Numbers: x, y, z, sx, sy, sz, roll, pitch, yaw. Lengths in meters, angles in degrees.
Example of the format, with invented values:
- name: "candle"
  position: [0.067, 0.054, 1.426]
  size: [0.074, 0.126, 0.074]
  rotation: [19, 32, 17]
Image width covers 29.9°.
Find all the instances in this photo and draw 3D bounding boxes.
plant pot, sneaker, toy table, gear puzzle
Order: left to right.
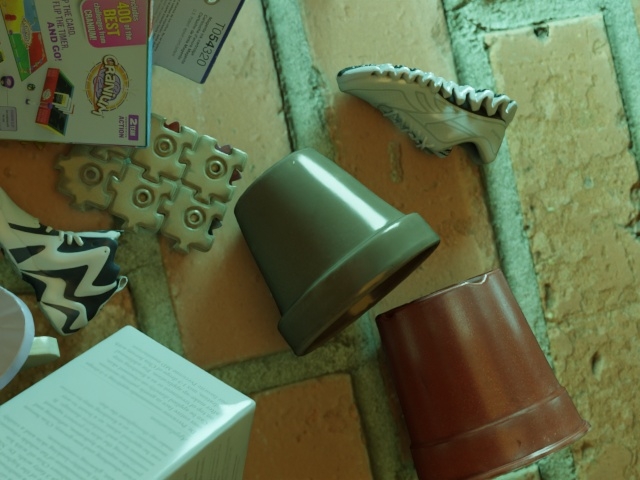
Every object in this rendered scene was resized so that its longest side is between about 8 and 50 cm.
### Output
- name: "toy table"
  position: [-0.474, 0.160, 1.527]
  size: [0.274, 0.161, 0.252]
  rotation: [-7, 71, 7]
- name: "sneaker"
  position: [-0.354, -0.001, 1.649]
  size: [0.153, 0.094, 0.235]
  rotation: [-35, 99, -18]
- name: "gear puzzle"
  position: [-0.286, -0.111, 1.707]
  size: [0.339, 0.044, 0.175]
  rotation: [23, 82, -13]
- name: "plant pot"
  position: [0.000, 0.000, 1.710]
  size: [0.263, 0.263, 0.229]
  rotation: [-38, 81, -16]
- name: "sneaker"
  position: [0.159, -0.195, 1.827]
  size: [0.292, 0.110, 0.118]
  rotation: [14, 92, -17]
- name: "plant pot"
  position: [0.220, 0.197, 1.758]
  size: [0.273, 0.272, 0.265]
  rotation: [-20, 86, -18]

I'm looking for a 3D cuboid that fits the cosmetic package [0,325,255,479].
- name: "cosmetic package"
  position: [-0.308, 0.308, 1.462]
  size: [0.453, 0.230, 0.161]
  rotation: [-33, 143, -47]

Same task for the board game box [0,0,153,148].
- name: "board game box"
  position: [-0.379, -0.246, 1.566]
  size: [0.317, 0.064, 0.242]
  rotation: [3, 124, -6]

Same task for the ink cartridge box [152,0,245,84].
- name: "ink cartridge box"
  position: [-0.244, -0.423, 1.639]
  size: [0.330, 0.071, 0.324]
  rotation: [23, 112, -18]
